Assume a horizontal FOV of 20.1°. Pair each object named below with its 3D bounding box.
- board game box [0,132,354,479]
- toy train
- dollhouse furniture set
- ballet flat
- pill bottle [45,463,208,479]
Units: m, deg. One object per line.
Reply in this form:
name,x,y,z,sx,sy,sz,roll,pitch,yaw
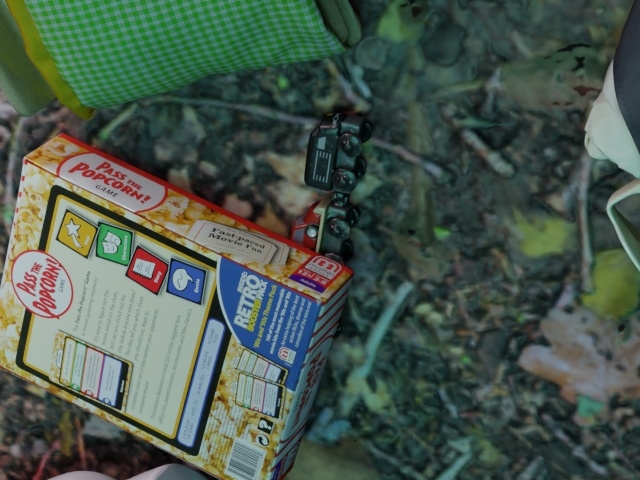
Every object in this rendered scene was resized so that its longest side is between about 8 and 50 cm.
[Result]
board game box,-0.091,0.044,1.039,0.193,0.045,0.146,26,122,13
toy train,0.000,0.000,1.016,0.036,0.027,0.158,14,120,11
dollhouse furniture set,-0.125,-0.143,0.855,0.198,0.151,0.301,-8,135,21
ballet flat,0.174,-0.037,0.922,0.074,0.074,0.203,-13,114,22
pill bottle,-0.173,0.223,1.120,0.246,0.136,0.136,-24,108,25
